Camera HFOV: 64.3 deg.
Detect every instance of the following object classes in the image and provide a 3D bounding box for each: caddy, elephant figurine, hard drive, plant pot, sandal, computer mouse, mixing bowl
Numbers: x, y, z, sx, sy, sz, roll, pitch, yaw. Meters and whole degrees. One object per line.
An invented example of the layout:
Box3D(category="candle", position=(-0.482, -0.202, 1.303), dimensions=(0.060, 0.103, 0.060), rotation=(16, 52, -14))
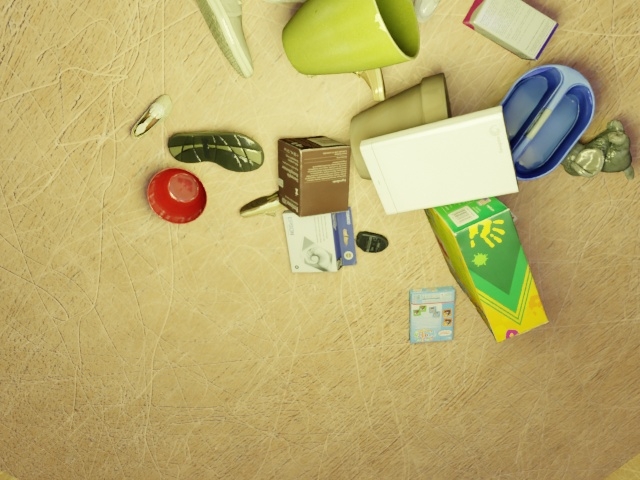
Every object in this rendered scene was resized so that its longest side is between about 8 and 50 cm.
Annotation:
Box3D(category="caddy", position=(0.628, -0.341, 1.493), dimensions=(0.241, 0.179, 0.341), rotation=(33, 108, 5))
Box3D(category="elephant figurine", position=(0.825, -0.267, 1.598), dimensions=(0.239, 0.186, 0.169), rotation=(-20, 146, 16))
Box3D(category="hard drive", position=(0.305, -0.192, 1.312), dimensions=(0.353, 0.047, 0.233), rotation=(-10, 127, 24))
Box3D(category="plant pot", position=(0.058, -0.533, 1.280), dimensions=(0.294, 0.275, 0.274), rotation=(-14, 116, 32))
Box3D(category="sandal", position=(-0.314, -0.287, 1.557), dimensions=(0.303, 0.086, 0.120), rotation=(10, 119, 9))
Box3D(category="computer mouse", position=(0.111, -0.010, 1.720), dimensions=(0.242, 0.041, 0.071), rotation=(13, 119, -2))
Box3D(category="plant pot", position=(0.243, -0.295, 1.481), dimensions=(0.280, 0.323, 0.323), rotation=(-7, 114, 17))
Box3D(category="mixing bowl", position=(-0.437, -0.151, 1.593), dimensions=(0.181, 0.098, 0.181), rotation=(-1, 112, -2))

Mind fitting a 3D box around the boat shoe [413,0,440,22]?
Box3D(category="boat shoe", position=(0.323, -0.700, 1.420), dimensions=(0.066, 0.063, 0.184), rotation=(29, 108, -14))

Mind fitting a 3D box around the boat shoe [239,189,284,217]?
Box3D(category="boat shoe", position=(-0.165, -0.105, 1.649), dimensions=(0.190, 0.068, 0.072), rotation=(-20, 124, 5))

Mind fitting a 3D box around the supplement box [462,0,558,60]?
Box3D(category="supplement box", position=(0.534, -0.613, 1.442), dimensions=(0.220, 0.111, 0.114), rotation=(23, 110, -12))

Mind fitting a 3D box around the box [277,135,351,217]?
Box3D(category="box", position=(-0.022, -0.197, 1.532), dimensions=(0.167, 0.168, 0.203), rotation=(-10, 114, -26))

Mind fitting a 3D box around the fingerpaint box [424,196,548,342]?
Box3D(category="fingerpaint box", position=(0.466, 0.018, 1.525), dimensions=(0.163, 0.445, 0.371), rotation=(-25, 111, 7))

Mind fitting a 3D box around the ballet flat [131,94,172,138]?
Box3D(category="ballet flat", position=(-0.504, -0.364, 1.525), dimensions=(0.057, 0.052, 0.168), rotation=(41, 105, -17))

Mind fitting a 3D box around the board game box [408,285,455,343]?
Box3D(category="board game box", position=(0.402, 0.271, 1.847), dimensions=(0.160, 0.039, 0.211), rotation=(-4, 112, -1))

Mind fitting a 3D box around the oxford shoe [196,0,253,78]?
Box3D(category="oxford shoe", position=(-0.267, -0.662, 1.365), dimensions=(0.130, 0.169, 0.449), rotation=(-29, 113, -14))

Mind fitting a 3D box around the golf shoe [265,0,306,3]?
Box3D(category="golf shoe", position=(-0.053, -0.693, 1.364), dimensions=(0.306, 0.140, 0.115), rotation=(0, 114, -2))

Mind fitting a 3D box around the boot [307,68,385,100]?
Box3D(category="boot", position=(0.062, -0.489, 1.442), dimensions=(0.203, 0.095, 0.262), rotation=(-19, 84, 7))

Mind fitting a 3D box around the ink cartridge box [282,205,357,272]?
Box3D(category="ink cartridge box", position=(0.000, 0.000, 1.687), dimensions=(0.224, 0.045, 0.223), rotation=(-4, 113, 10))

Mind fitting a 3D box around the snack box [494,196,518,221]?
Box3D(category="snack box", position=(0.574, -0.132, 1.672), dimensions=(0.178, 0.064, 0.022), rotation=(40, 107, -17))
